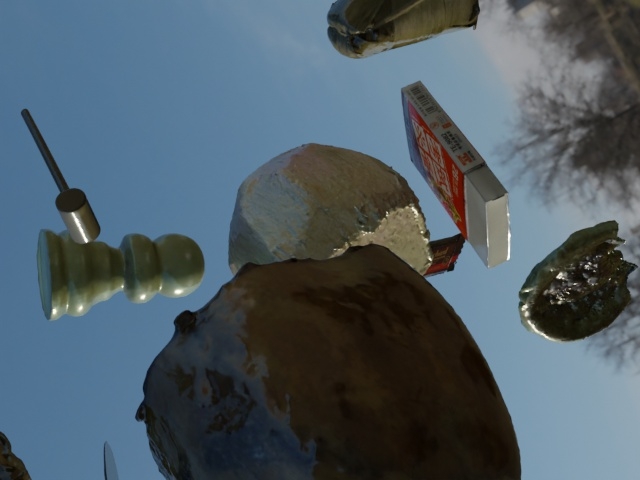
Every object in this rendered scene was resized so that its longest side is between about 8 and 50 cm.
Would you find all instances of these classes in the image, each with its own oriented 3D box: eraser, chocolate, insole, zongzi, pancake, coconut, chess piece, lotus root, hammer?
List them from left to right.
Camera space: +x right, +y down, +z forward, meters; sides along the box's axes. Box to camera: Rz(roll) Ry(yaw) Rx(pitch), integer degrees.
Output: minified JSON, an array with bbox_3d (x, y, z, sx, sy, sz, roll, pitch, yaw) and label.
[{"bbox_3d":[-0.171,-0.046,0.640,0.110,0.019,0.035,54,165,32],"label":"hammer"},{"bbox_3d":[-0.209,0.290,1.037,0.064,0.004,0.188,77,176,-47],"label":"insole"},{"bbox_3d":[-0.305,0.042,1.574,0.251,0.144,0.144,-5,-121,-23],"label":"chess piece"},{"bbox_3d":[0.000,0.000,1.515,0.297,0.297,0.254,36,-172,-47],"label":"coconut"},{"bbox_3d":[0.009,0.192,0.854,0.316,0.316,0.250,39,-175,-43],"label":"lotus root"},{"bbox_3d":[0.077,-0.261,0.920,0.078,0.160,0.176,38,142,40],"label":"zongzi"},{"bbox_3d":[0.179,0.030,1.683,0.182,0.086,0.028,-16,-139,-44],"label":"chocolate"},{"bbox_3d":[0.181,-0.088,1.358,0.230,0.038,0.157,59,171,35],"label":"eraser"},{"bbox_3d":[0.229,0.043,0.899,0.129,0.116,0.023,51,-176,-41],"label":"pancake"}]

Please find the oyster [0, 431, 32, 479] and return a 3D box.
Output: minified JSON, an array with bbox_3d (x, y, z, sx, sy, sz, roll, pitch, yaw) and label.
[{"bbox_3d":[-0.377,0.301,1.015,0.354,0.201,0.107,43,-171,31],"label":"oyster"}]
